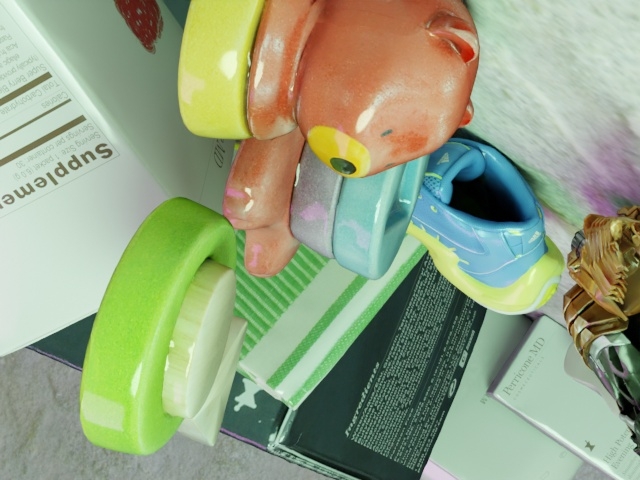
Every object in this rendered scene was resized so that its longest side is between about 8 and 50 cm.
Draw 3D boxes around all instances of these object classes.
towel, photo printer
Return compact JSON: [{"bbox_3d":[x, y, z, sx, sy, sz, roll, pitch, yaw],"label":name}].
[{"bbox_3d":[-0.074,-0.037,1.029,0.324,0.248,0.038,32,159,25],"label":"towel"},{"bbox_3d":[0.196,0.200,1.619,0.307,0.256,0.107,34,157,15],"label":"photo printer"}]

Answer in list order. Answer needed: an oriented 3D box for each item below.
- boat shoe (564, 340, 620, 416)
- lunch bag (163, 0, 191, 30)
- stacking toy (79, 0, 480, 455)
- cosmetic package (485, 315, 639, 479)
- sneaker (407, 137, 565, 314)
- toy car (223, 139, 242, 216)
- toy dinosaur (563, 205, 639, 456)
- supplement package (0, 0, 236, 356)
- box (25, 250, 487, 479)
[{"bbox_3d":[0.323,0.153,1.342,0.063,0.066,0.184,21,179,-21],"label":"boat shoe"},{"bbox_3d":[-0.205,-0.145,0.978,0.176,0.219,0.090,31,172,-21],"label":"lunch bag"},{"bbox_3d":[0.000,0.000,0.700,0.130,0.280,0.309,17,172,11],"label":"stacking toy"},{"bbox_3d":[0.323,0.199,1.506,0.231,0.117,0.085,33,176,5],"label":"cosmetic package"},{"bbox_3d":[0.075,-0.051,0.916,0.240,0.091,0.126,34,158,24],"label":"sneaker"},{"bbox_3d":[-0.143,0.007,0.912,0.225,0.239,0.053,-14,126,35],"label":"toy car"},{"bbox_3d":[0.200,0.064,0.714,0.322,0.164,0.218,6,-143,-49],"label":"toy dinosaur"},{"bbox_3d":[-0.202,-0.110,0.783,0.293,0.175,0.177,54,-158,-30],"label":"supplement package"},{"bbox_3d":[-0.120,0.035,1.326,0.479,0.297,0.472,20,172,22],"label":"box"}]
